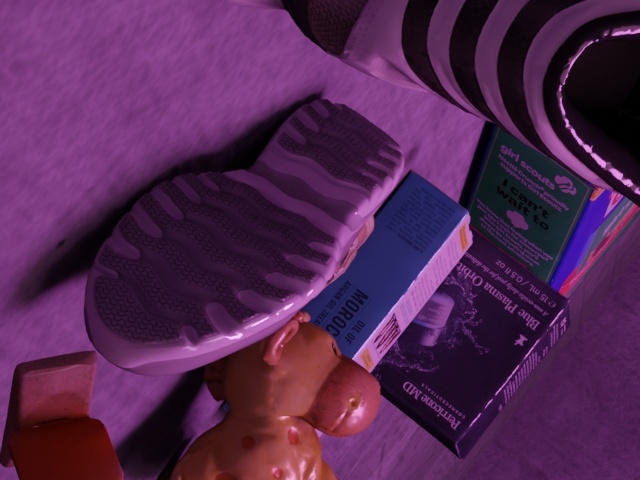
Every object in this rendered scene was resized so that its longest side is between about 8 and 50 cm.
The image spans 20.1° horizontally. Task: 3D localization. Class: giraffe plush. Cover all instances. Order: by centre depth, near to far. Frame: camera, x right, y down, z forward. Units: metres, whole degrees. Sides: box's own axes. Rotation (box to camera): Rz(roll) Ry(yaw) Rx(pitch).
[{"bbox_3d":[-0.029,0.135,1.291,0.181,0.210,0.170,21,-92,64],"label":"giraffe plush"}]

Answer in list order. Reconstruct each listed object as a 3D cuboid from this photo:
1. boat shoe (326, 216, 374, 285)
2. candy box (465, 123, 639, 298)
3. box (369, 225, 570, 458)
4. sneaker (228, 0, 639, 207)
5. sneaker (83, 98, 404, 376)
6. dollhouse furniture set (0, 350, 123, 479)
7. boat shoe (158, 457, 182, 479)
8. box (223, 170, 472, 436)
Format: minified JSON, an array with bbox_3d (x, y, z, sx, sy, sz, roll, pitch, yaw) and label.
[{"bbox_3d":[-0.002,-0.001,1.225,0.048,0.056,0.153,-53,174,-19],"label":"boat shoe"},{"bbox_3d":[0.255,-0.087,1.703,0.268,0.122,0.317,-47,164,-25],"label":"candy box"},{"bbox_3d":[0.108,0.075,1.550,0.158,0.156,0.093,-51,165,-7],"label":"box"},{"bbox_3d":[0.131,-0.107,0.962,0.169,0.257,0.447,-57,166,18],"label":"sneaker"},{"bbox_3d":[-0.042,0.020,1.034,0.281,0.105,0.115,-34,157,-53],"label":"sneaker"},{"bbox_3d":[-0.164,0.178,0.774,0.259,0.262,0.135,-10,144,-23],"label":"dollhouse furniture set"},{"bbox_3d":[-0.114,0.219,1.417,0.152,0.056,0.049,-57,179,18],"label":"boat shoe"},{"bbox_3d":[0.026,0.066,1.462,0.244,0.060,0.100,-51,166,-7],"label":"box"}]
